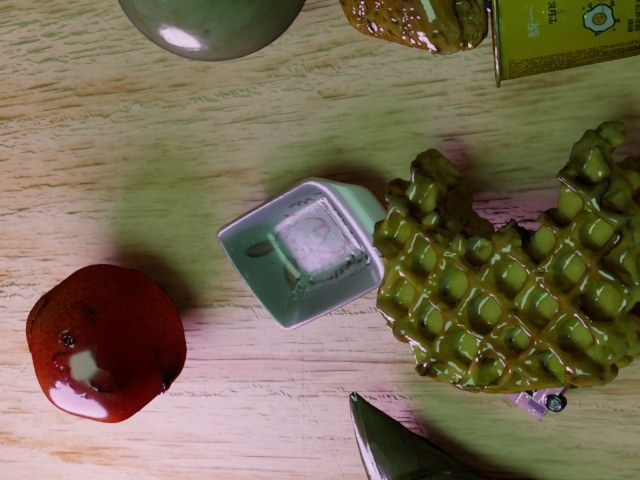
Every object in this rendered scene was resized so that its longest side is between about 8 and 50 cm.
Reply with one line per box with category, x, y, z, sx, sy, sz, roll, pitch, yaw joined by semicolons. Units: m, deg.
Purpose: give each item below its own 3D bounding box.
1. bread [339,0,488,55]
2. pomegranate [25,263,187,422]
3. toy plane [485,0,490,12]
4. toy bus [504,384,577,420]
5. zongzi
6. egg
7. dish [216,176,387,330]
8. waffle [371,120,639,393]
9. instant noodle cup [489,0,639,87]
bread;0.083;-0.246;1.450;0.211;0.083;0.114;28;138;63
pomegranate;-0.281;0.134;1.922;0.210;0.210;0.235;51;165;-4
toy plane;0.194;-0.218;1.472;0.167;0.054;0.062;30;157;14
toy bus;0.265;0.112;1.624;0.090;0.063;0.203;36;133;10
zongzi;0.168;0.299;1.775;0.250;0.125;0.274;-7;108;38
egg;-0.107;-0.325;1.490;0.218;0.218;0.295;21;122;22
dish;0.000;0.000;1.731;0.234;0.064;0.154;-28;101;43
waffle;0.204;0.026;1.505;0.324;0.151;0.261;-7;78;40
instant noodle cup;0.226;-0.235;1.344;0.144;0.182;0.182;-4;119;6
